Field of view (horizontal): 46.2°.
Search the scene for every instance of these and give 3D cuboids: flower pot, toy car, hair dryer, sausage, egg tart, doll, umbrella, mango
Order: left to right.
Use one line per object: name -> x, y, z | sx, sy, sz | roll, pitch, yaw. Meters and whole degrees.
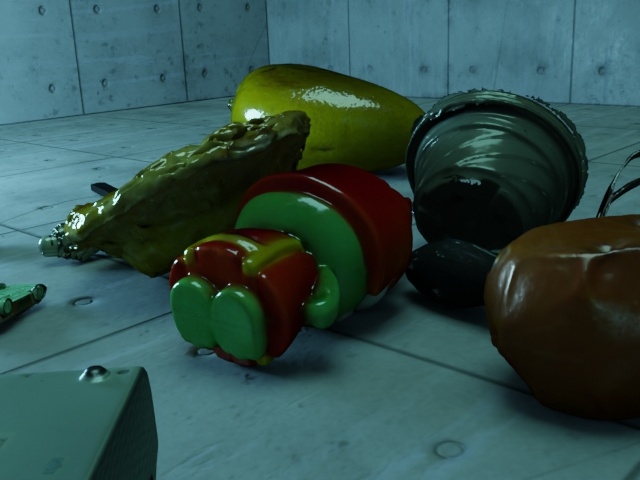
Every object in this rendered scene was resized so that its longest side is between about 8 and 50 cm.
toy car -> -0.349, 0.069, 0.825 | 0.059, 0.035, 0.122 | 0, 8, 10
umbrella -> -0.315, -0.002, 1.036 | 0.143, 0.062, 0.067 | -11, 49, -30
egg tart -> -0.148, -0.044, 0.918 | 0.341, 0.129, 0.341 | -23, 2, 1
doll -> 0.000, 0.001, 0.784 | 0.182, 0.160, 0.363 | 4, 16, 33
mango -> 0.019, -0.242, 1.559 | 0.444, 0.221, 0.301 | 15, 15, 21
flower pot -> 0.202, -0.059, 0.926 | 0.235, 0.236, 0.141 | 5, 39, 24
hair dryer -> 0.222, 0.023, 0.807 | 0.219, 0.075, 0.195 | -12, 11, -29
sausage -> 0.266, 0.055, 0.593 | 0.267, 0.141, 0.153 | -2, 16, 0

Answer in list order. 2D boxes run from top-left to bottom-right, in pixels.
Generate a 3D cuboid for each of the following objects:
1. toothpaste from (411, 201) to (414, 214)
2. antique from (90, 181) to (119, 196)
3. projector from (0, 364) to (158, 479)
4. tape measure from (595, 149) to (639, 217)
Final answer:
toothpaste -> 0.128, -0.059, 1.229 | 0.037, 0.021, 0.140 | -16, 24, -35
antique -> -0.388, -0.087, 1.407 | 0.031, 0.015, 0.192 | -11, 19, -32
projector -> -0.203, 0.154, 0.375 | 0.198, 0.108, 0.250 | -3, 16, 0
tape measure -> 0.338, -0.011, 0.776 | 0.104, 0.180, 0.107 | 6, 7, -40
